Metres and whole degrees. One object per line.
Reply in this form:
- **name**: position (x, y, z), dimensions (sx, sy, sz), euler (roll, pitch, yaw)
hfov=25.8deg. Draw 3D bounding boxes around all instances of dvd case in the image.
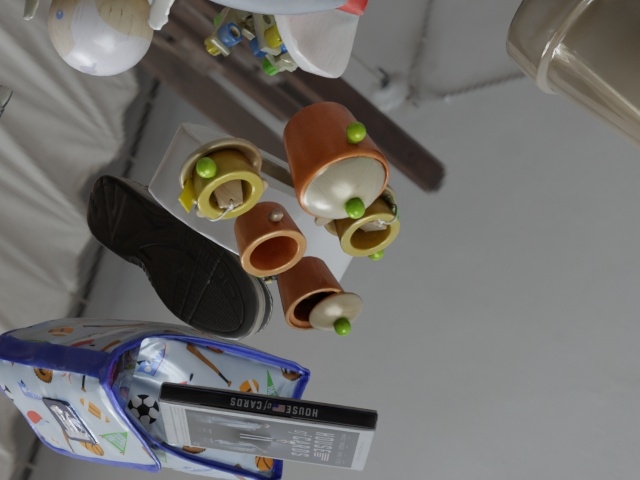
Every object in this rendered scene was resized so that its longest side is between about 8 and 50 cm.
- **dvd case**: position (-0.060, 0.213, 1.589), dimensions (0.179, 0.239, 0.029), euler (96, 3, -67)

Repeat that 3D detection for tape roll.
- **tape roll**: position (-0.078, -0.048, 1.834), dimensions (0.100, 0.286, 0.286), euler (-62, -145, 8)

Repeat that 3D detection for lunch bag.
- **lunch bag**: position (-0.274, 0.233, 2.133), dimensions (0.328, 0.385, 0.238), euler (3, -106, 44)

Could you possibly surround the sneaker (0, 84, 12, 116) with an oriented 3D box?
- **sneaker**: position (-0.520, -0.182, 1.991), dimensions (0.107, 0.110, 0.275), euler (-53, -163, 11)

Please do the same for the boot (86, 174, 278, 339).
- **boot**: position (-0.136, 0.019, 2.055), dimensions (0.377, 0.284, 0.138), euler (31, -71, 37)

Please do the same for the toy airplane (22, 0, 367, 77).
- **toy airplane**: position (-0.117, -0.244, 1.175), dimensions (0.384, 0.386, 0.272), euler (29, -99, 13)

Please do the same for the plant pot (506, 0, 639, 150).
- **plant pot**: position (0.432, -0.227, 1.678), dimensions (0.323, 0.323, 0.280), euler (-41, -110, 17)

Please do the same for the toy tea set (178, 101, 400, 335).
- **toy tea set**: position (0.000, 0.000, 1.449), dimensions (0.200, 0.336, 0.124), euler (-28, -126, 4)

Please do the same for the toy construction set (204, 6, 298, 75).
- **toy construction set**: position (-0.062, -0.390, 2.071), dimensions (0.151, 0.215, 0.327), euler (-12, -116, 45)
